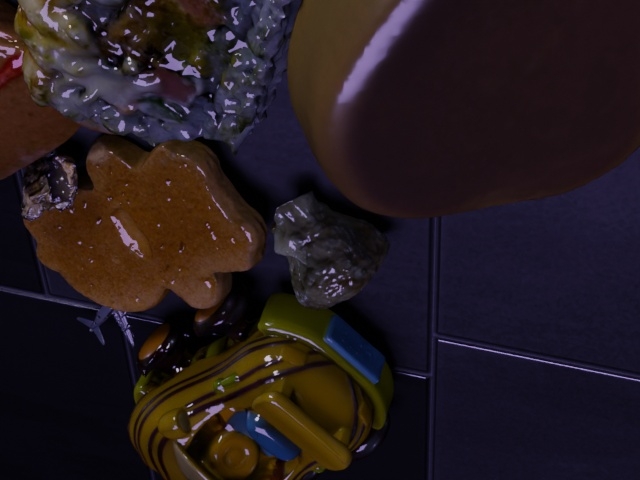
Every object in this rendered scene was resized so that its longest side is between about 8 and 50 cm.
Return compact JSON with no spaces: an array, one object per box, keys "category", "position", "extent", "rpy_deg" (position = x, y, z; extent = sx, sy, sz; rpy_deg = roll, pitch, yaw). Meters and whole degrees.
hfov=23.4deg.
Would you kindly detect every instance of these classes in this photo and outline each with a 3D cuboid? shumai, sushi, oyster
[{"category":"shumai","position":[0.000,0.000,1.178],"extent":[0.083,0.082,0.080],"rpy_deg":[-31,118,16]},{"category":"sushi","position":[-0.086,-0.176,0.975],"extent":[0.184,0.139,0.274],"rpy_deg":[24,139,-4]},{"category":"oyster","position":[-0.218,-0.048,1.232],"extent":[0.083,0.054,0.019],"rpy_deg":[-18,165,42]}]

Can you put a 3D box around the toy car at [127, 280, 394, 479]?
[{"category":"toy car","position":[-0.060,0.156,1.310],"extent":[0.200,0.142,0.248],"rpy_deg":[40,134,-18]}]

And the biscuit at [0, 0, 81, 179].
[{"category":"biscuit","position":[-0.272,-0.164,1.134],"extent":[0.262,0.052,0.277],"rpy_deg":[-18,125,37]}]

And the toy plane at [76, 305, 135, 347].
[{"category":"toy plane","position":[-0.185,0.059,1.353],"extent":[0.078,0.024,0.084],"rpy_deg":[45,137,2]}]

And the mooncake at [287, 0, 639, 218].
[{"category":"mooncake","position":[0.095,-0.127,0.917],"extent":[0.234,0.117,0.235],"rpy_deg":[-10,132,-12]}]

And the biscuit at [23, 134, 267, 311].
[{"category":"biscuit","position":[-0.144,-0.009,1.250],"extent":[0.225,0.036,0.166],"rpy_deg":[-24,111,41]}]
